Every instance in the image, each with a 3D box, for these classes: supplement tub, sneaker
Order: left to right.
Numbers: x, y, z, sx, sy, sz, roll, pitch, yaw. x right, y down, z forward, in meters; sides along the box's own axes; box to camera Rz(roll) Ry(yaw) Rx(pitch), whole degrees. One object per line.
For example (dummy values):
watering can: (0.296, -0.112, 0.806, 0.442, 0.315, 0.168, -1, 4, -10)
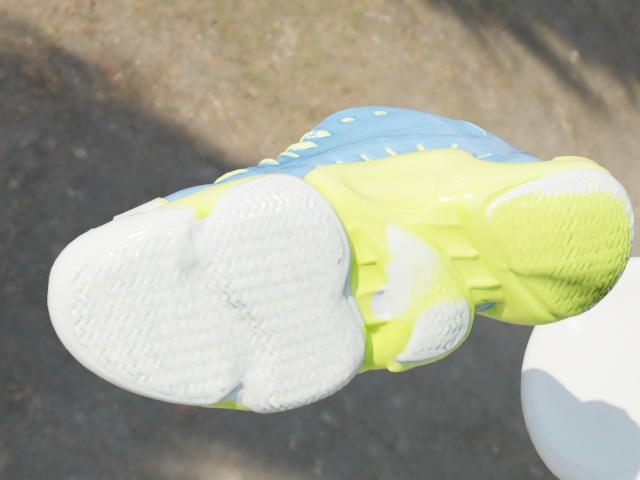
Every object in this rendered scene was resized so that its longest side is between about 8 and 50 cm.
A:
sneaker: (0.000, 0.000, 0.576, 0.240, 0.091, 0.126, -4, 23, -23)
supplement tub: (0.233, 0.099, 0.874, 0.200, 0.144, 0.144, 19, 46, -44)
